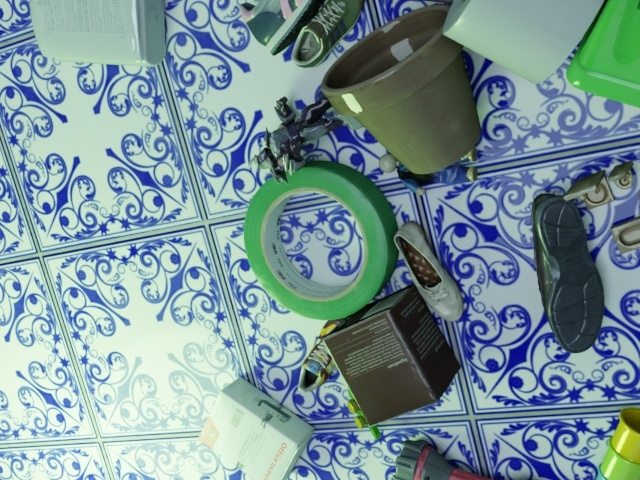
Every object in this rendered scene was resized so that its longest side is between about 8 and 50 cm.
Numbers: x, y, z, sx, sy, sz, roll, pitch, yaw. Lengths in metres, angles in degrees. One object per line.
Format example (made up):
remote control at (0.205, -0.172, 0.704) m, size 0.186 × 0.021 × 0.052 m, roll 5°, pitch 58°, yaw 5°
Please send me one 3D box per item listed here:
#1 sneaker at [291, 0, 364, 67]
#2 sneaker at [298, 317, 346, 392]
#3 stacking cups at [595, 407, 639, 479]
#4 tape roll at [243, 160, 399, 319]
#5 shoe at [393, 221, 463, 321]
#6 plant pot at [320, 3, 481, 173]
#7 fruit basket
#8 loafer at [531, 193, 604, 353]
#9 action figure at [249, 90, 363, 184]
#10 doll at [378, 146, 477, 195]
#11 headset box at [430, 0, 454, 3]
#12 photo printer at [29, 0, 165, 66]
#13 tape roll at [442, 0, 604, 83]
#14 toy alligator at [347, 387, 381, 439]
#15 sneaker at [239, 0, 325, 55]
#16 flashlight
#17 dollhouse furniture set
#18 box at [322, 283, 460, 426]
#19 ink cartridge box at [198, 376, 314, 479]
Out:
sneaker at (0.010, -0.402, 1.714) m, size 0.064 × 0.086 × 0.192 m, roll 43°, pitch 118°, yaw 8°
sneaker at (0.009, 0.244, 1.916) m, size 0.069 × 0.084 × 0.186 m, roll 28°, pitch 116°, yaw 15°
stacking cups at (0.556, 0.470, 1.733) m, size 0.096 × 0.096 × 0.316 m, roll 25°, pitch 118°, yaw 16°
tape roll at (0.000, 0.000, 1.850) m, size 0.321 × 0.077 × 0.321 m, roll 7°, pitch 108°, yaw 23°
shoe at (0.208, 0.069, 1.783) m, size 0.076 × 0.058 × 0.219 m, roll -29°, pitch 92°, yaw 29°
plant pot at (0.167, -0.246, 1.590) m, size 0.263 × 0.263 × 0.229 m, roll -20°, pitch 117°, yaw 29°
fruit basket at (0.560, -0.311, 1.384) m, size 0.282 × 0.392 × 0.392 m, roll 21°, pitch 114°, yaw 18°
loafer at (0.447, 0.055, 1.664) m, size 0.109 × 0.095 × 0.303 m, roll -15°, pitch 105°, yaw -2°
action figure at (-0.030, -0.223, 1.764) m, size 0.285 × 0.099 × 0.185 m, roll -33°, pitch 52°, yaw 19°
doll at (0.202, -0.150, 1.725) m, size 0.188 × 0.046 × 0.129 m, roll 1°, pitch 95°, yaw 23°
headset box at (0.221, -0.523, 1.563) m, size 0.293 × 0.110 × 0.218 m, roll 13°, pitch 111°, yaw 21°
photo printer at (-0.478, -0.500, 1.901) m, size 0.307 × 0.107 × 0.256 m, roll 7°, pitch 108°, yaw 24°
tape roll at (0.319, -0.384, 1.382) m, size 0.169 × 0.246 × 0.246 m, roll 28°, pitch 117°, yaw -6°
toy alligator at (0.080, 0.337, 1.934) m, size 0.190 × 0.056 × 0.051 m, roll 65°, pitch 159°, yaw -5°
sneaker at (-0.038, -0.500, 1.692) m, size 0.131 × 0.112 × 0.319 m, roll 45°, pitch 118°, yaw 3°
flashlight at (0.304, 0.494, 1.846) m, size 0.304 × 0.103 × 0.103 m, roll 13°, pitch 108°, yaw 23°
dollhouse furniture set at (0.526, -0.047, 1.560) m, size 0.144 × 0.123 × 0.151 m, roll -22°, pitch 96°, yaw 29°
box at (0.143, 0.226, 1.799) m, size 0.167 × 0.168 × 0.203 m, roll -27°, pitch 93°, yaw 28°
ink cartridge box at (-0.144, 0.437, 2.044) m, size 0.217 × 0.092 × 0.159 m, roll 33°, pitch 117°, yaw 14°
